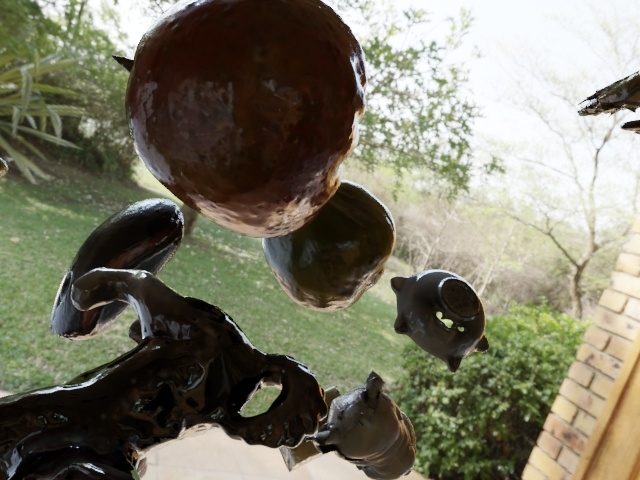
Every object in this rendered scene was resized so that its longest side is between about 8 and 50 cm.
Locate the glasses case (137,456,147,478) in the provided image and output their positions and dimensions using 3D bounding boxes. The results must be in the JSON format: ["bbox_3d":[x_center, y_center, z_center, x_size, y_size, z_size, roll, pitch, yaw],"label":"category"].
[{"bbox_3d":[-0.375,0.328,0.846,0.113,0.075,0.296,-7,17,-28],"label":"glasses case"}]

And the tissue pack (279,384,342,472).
[{"bbox_3d":[-0.019,0.475,1.252,0.196,0.092,0.148,-13,55,-29],"label":"tissue pack"}]

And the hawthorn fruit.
[{"bbox_3d":[-0.132,-0.214,0.787,0.402,0.403,0.403,21,5,-2],"label":"hawthorn fruit"}]

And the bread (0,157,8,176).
[{"bbox_3d":[-0.831,-0.174,1.211,0.066,0.060,0.110,-24,6,40],"label":"bread"}]

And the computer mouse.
[{"bbox_3d":[-0.394,0.042,0.924,0.183,0.323,0.116,26,-16,50],"label":"computer mouse"}]

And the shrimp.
[{"bbox_3d":[0.544,-0.226,0.816,0.133,0.053,0.236,39,-23,-22],"label":"shrimp"}]

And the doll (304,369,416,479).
[{"bbox_3d":[0.079,0.306,0.774,0.192,0.149,0.095,50,-10,-26],"label":"doll"}]

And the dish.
[{"bbox_3d":[0.265,0.146,1.009,0.236,0.228,0.086,17,-39,-13],"label":"dish"}]

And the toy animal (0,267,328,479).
[{"bbox_3d":[-0.183,0.193,0.472,0.302,0.194,0.344,21,48,21],"label":"toy animal"}]

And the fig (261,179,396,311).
[{"bbox_3d":[0.010,-0.006,1.220,0.343,0.344,0.343,21,5,-2],"label":"fig"}]
